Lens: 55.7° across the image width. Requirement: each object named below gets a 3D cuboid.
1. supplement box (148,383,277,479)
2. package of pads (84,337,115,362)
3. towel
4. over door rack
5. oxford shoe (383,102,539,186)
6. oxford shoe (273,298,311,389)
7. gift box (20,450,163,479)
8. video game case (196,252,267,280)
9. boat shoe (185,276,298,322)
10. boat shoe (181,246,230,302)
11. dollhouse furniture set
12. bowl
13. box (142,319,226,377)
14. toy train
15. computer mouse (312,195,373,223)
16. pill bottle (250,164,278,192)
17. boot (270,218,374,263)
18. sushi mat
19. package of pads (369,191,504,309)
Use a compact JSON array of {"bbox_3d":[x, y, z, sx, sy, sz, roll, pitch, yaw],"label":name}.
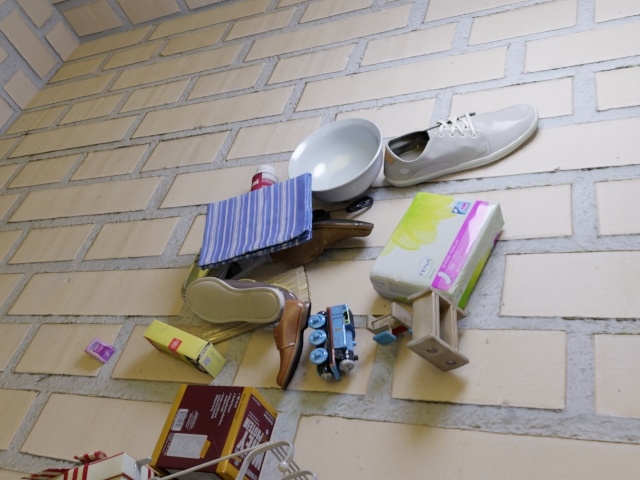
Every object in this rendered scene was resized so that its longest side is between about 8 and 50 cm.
[{"bbox_3d":[-0.226,0.428,1.313,0.194,0.129,0.191,-5,47,25],"label":"supplement box"},{"bbox_3d":[-0.628,0.311,1.722,0.083,0.032,0.050,13,60,37],"label":"package of pads"},{"bbox_3d":[-0.175,-0.057,1.641,0.336,0.040,0.243,-16,48,17],"label":"towel"},{"bbox_3d":[-0.158,0.491,1.136,0.324,0.239,0.108,-14,39,16],"label":"over door rack"},{"bbox_3d":[0.378,-0.281,1.669,0.449,0.130,0.169,-19,41,10],"label":"oxford shoe"},{"bbox_3d":[-0.078,0.241,1.420,0.076,0.076,0.212,10,73,7],"label":"oxford shoe"},{"bbox_3d":[-0.451,0.580,1.200,0.276,0.255,0.258,-16,45,6],"label":"gift box"},{"bbox_3d":[-0.262,0.051,1.780,0.173,0.022,0.190,-34,43,-5],"label":"video game case"},{"bbox_3d":[-0.207,0.153,1.565,0.324,0.097,0.116,0,90,33],"label":"boat shoe"},{"bbox_3d":[-0.306,0.042,1.725,0.109,0.094,0.302,12,56,36],"label":"boat shoe"},{"bbox_3d":[0.207,0.212,1.310,0.184,0.129,0.129,-31,36,36],"label":"dollhouse furniture set"},{"bbox_3d":[0.063,-0.210,1.764,0.298,0.134,0.297,-17,44,17],"label":"bowl"},{"bbox_3d":[-0.353,0.277,1.564,0.232,0.087,0.058,15,58,37],"label":"box"},{"bbox_3d":[0.031,0.234,1.400,0.105,0.080,0.184,-13,44,9],"label":"toy train"},{"bbox_3d":[0.038,-0.071,1.727,0.242,0.041,0.071,-17,26,7],"label":"computer mouse"},{"bbox_3d":[-0.174,-0.164,1.892,0.086,0.086,0.152,-16,43,15],"label":"pill bottle"},{"bbox_3d":[0.000,0.000,1.641,0.305,0.112,0.115,-5,90,19],"label":"boot"},{"bbox_3d":[-0.175,0.173,1.616,0.317,0.019,0.151,-22,41,9],"label":"sushi mat"},{"bbox_3d":[0.275,0.021,1.451,0.229,0.101,0.296,12,56,36],"label":"package of pads"}]
